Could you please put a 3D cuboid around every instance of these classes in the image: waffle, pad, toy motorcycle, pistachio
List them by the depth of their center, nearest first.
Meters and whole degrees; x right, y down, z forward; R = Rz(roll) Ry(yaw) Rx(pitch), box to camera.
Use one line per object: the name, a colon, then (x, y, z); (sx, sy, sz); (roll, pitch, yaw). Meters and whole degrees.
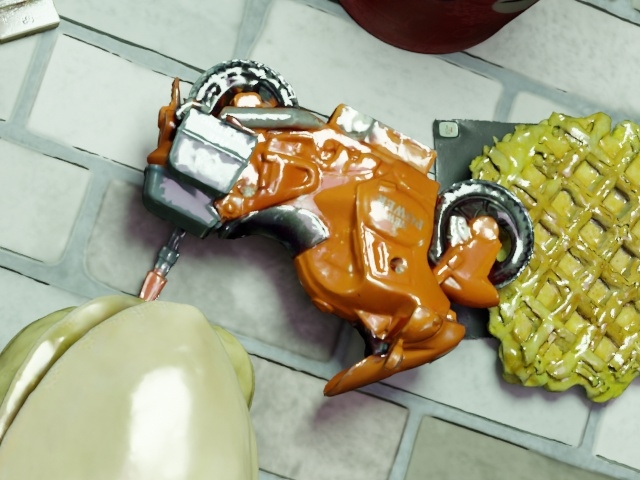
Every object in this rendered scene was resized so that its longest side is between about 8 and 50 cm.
pistachio: (-0.149, 0.193, 1.201); (0.214, 0.193, 0.318); (15, 79, -35)
toy motorcycle: (0.000, 0.000, 1.419); (0.326, 0.148, 0.221); (27, 75, -5)
waffle: (0.238, 0.011, 1.525); (0.245, 0.052, 0.254); (-8, 85, -19)
pad: (0.154, -0.010, 1.530); (0.116, 0.004, 0.193); (1, 81, -16)

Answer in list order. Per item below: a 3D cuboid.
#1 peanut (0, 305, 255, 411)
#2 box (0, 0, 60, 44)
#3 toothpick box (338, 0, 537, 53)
peanut: (-0.206, 0.132, 1.349); (0.319, 0.147, 0.147); (-17, 87, -12)
box: (-0.251, -0.206, 1.440); (0.053, 0.024, 0.083); (-20, 86, -16)
toothpick box: (0.136, -0.284, 1.396); (0.204, 0.333, 0.204); (2, 81, -14)
